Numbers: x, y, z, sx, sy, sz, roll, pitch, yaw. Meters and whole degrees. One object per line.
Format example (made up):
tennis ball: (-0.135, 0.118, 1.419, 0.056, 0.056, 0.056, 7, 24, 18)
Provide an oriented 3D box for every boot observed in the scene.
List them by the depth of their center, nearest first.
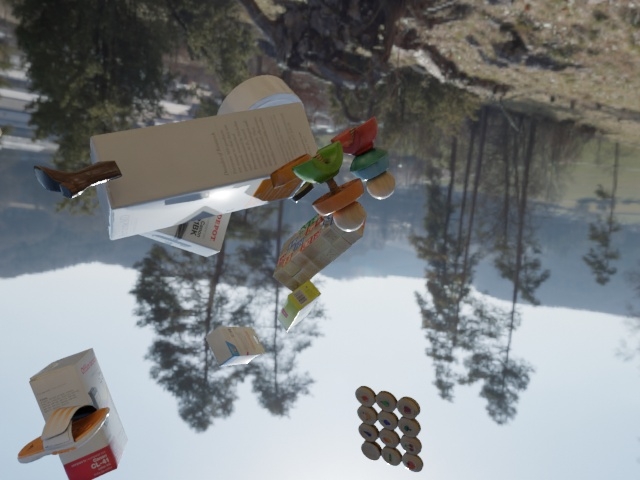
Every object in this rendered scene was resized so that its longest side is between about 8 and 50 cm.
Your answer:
boot: (-0.420, -0.120, 0.988, 0.106, 0.037, 0.114, 30, -138, 17)

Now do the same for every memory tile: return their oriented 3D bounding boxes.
memory tile: (0.109, 0.303, 0.908, 0.113, 0.148, 0.012, 7, -153, 32)

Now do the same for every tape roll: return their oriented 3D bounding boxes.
tape roll: (-0.194, -0.388, 1.841, 0.286, 0.286, 0.100, 4, -139, -55)

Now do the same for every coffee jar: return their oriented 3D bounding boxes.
coffee jar: (-0.103, -0.217, 1.863, 0.184, 0.096, 0.079, 52, 177, -31)

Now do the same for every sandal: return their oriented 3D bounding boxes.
sandal: (-0.596, 0.427, 1.269, 0.265, 0.076, 0.102, -25, -161, 15)

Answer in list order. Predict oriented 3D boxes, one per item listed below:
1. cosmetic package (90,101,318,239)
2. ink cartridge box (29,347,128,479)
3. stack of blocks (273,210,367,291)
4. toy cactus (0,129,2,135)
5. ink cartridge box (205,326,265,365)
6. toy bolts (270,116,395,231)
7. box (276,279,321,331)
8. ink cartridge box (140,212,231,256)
cosmetic package: (-0.253, -0.154, 1.252, 0.453, 0.162, 0.230, -15, 171, -23)
ink cartridge box: (-0.654, 0.476, 1.557, 0.131, 0.306, 0.226, -19, -176, -10)
stack of blocks: (0.000, 0.000, 1.650, 0.087, 0.297, 0.171, 40, -148, -16)
toy cactus: (-0.852, -0.316, 1.392, 0.112, 0.219, 0.180, -34, 154, -18)
ink cartridge box: (-0.259, 0.324, 1.749, 0.061, 0.104, 0.181, -38, 157, 17)
toy bolts: (0.040, -0.116, 1.121, 0.228, 0.158, 0.218, -37, -166, -31)
box: (-0.067, 0.194, 1.657, 0.087, 0.058, 0.232, -36, 169, -23)
ink cartridge box: (-0.366, -0.096, 1.434, 0.272, 0.197, 0.114, 21, 163, -26)
